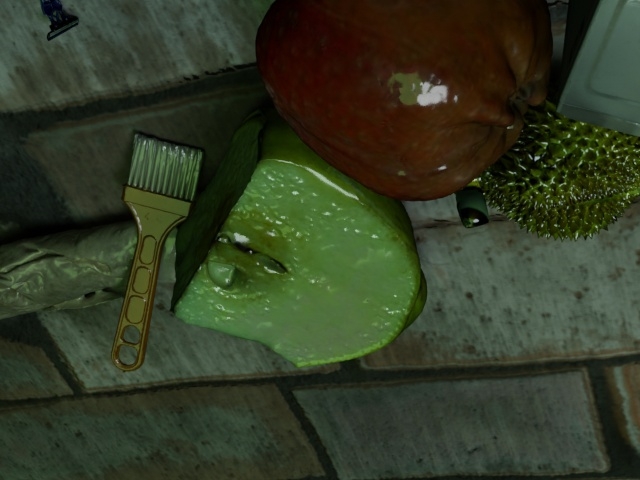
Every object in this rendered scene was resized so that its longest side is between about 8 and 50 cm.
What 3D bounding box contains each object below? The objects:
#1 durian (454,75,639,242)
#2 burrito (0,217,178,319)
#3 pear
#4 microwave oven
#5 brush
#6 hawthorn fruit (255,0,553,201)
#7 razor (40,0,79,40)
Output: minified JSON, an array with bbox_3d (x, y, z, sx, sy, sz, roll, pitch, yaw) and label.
[{"bbox_3d":[0.241,-0.080,1.121,0.159,0.146,0.198,23,145,-28],"label":"durian"},{"bbox_3d":[-0.335,0.043,1.446,0.392,0.076,0.117,-12,123,22],"label":"burrito"},{"bbox_3d":[0.000,0.000,1.247,0.282,0.176,0.286,23,127,-14],"label":"pear"},{"bbox_3d":[0.286,-0.204,0.938,0.129,0.205,0.163,16,137,1],"label":"microwave oven"},{"bbox_3d":[-0.212,0.026,1.354,0.090,0.017,0.314,15,112,1],"label":"brush"},{"bbox_3d":[0.078,-0.162,1.017,0.262,0.258,0.258,2,134,30],"label":"hawthorn fruit"},{"bbox_3d":[-0.290,-0.284,1.155,0.028,0.044,0.154,25,140,31],"label":"razor"}]
